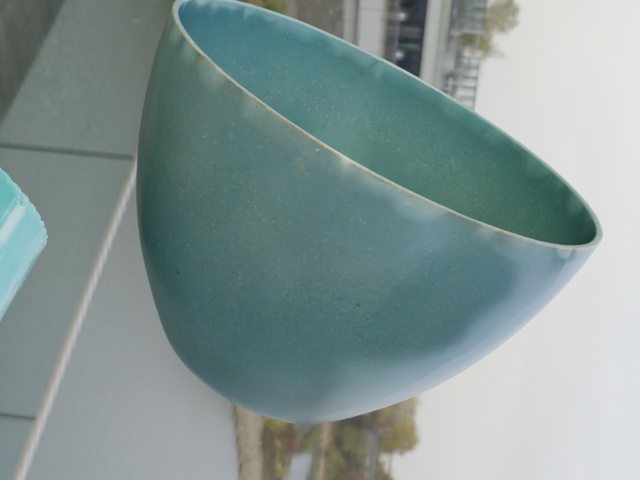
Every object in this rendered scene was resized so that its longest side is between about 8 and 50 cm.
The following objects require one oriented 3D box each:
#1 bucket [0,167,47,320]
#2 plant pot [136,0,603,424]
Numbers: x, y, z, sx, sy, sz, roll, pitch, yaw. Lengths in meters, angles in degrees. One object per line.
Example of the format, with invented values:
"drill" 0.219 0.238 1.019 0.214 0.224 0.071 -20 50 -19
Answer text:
"bucket" -0.349 0.004 0.739 0.183 0.281 0.281 -59 165 -24
"plant pot" 0.000 0.000 0.656 0.195 0.290 0.290 -61 -176 20
